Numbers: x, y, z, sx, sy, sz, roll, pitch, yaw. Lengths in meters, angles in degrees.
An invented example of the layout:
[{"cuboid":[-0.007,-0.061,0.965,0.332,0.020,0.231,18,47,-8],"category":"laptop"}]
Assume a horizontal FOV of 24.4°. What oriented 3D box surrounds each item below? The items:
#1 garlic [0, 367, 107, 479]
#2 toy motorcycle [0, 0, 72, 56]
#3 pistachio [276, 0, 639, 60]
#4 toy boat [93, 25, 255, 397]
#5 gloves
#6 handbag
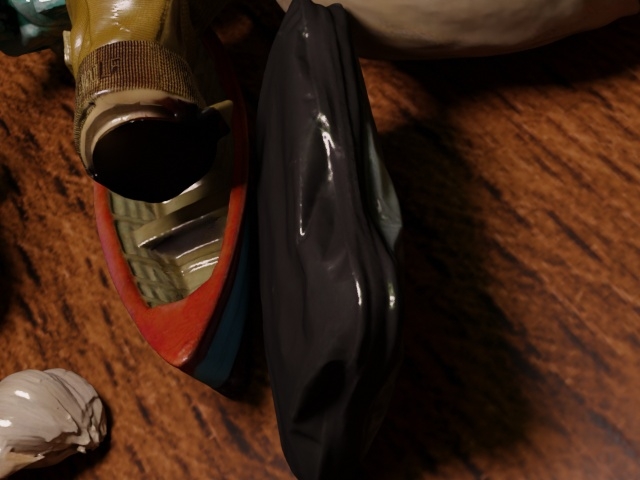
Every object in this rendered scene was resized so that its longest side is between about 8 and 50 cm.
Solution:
[{"cuboid":[-0.208,0.134,1.056,0.094,0.074,0.113,-11,34,41],"category":"garlic"},{"cuboid":[-0.193,-0.215,1.286,0.296,0.198,0.109,-16,90,9],"category":"toy motorcycle"},{"cuboid":[0.085,-0.223,1.044,0.331,0.226,0.208,19,94,42],"category":"pistachio"},{"cuboid":[-0.102,-0.033,1.115,0.136,0.079,0.392,-26,43,12],"category":"toy boat"},{"cuboid":[-0.128,-0.188,1.107,0.141,0.154,0.331,-26,50,33],"category":"gloves"},{"cuboid":[0.000,0.002,0.956,0.074,0.192,0.332,3,46,-14],"category":"handbag"}]
